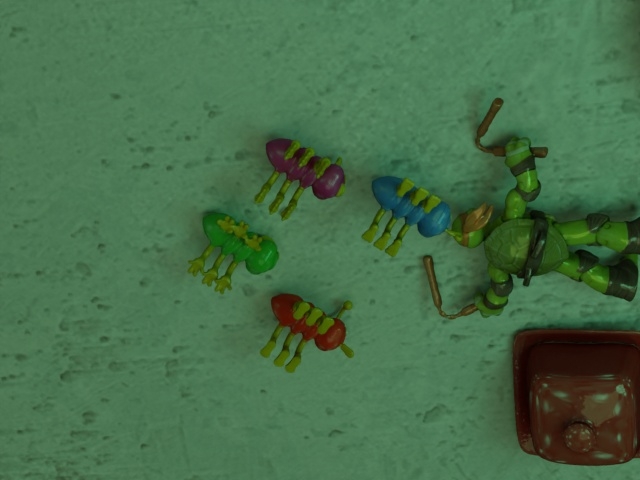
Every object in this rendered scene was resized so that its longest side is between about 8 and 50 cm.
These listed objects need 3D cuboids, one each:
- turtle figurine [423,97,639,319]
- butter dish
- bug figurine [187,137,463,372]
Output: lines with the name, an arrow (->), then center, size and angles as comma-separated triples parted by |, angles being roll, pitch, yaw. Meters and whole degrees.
turtle figurine -> 0.227, -0.010, 1.802 | 0.217, 0.087, 0.269 | 8, 121, -4
butter dish -> 0.280, 0.184, 1.886 | 0.160, 0.118, 0.160 | 1, 114, 14
bug figurine -> 0.000, 0.000, 1.816 | 0.216, 0.072, 0.279 | 34, 123, -11
